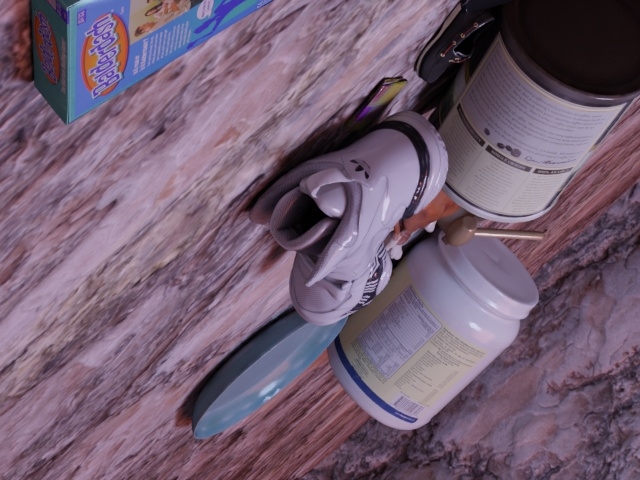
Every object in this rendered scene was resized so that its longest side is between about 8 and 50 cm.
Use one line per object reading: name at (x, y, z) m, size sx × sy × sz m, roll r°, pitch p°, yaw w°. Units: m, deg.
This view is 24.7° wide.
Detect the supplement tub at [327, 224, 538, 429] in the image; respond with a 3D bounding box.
supplement tub at (0.192, 0.143, 2.504) m, size 0.325 × 0.235 × 0.235 m, roll -47°, pitch 165°, yaw 24°

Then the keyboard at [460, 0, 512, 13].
keyboard at (0.302, -0.346, 1.603) m, size 0.317 × 0.033 × 0.201 m, roll -20°, pitch 161°, yaw -27°

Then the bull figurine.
bull figurine at (0.167, -0.080, 2.036) m, size 0.310 × 0.101 × 0.188 m, roll -25°, pitch 161°, yaw -49°

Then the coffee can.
coffee can at (0.264, -0.176, 1.788) m, size 0.201 × 0.201 × 0.275 m, roll -32°, pitch 164°, yaw -33°

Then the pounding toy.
pounding toy at (0.261, -0.044, 2.244) m, size 0.269 × 0.155 × 0.154 m, roll -35°, pitch 178°, yaw -38°

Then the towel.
towel at (0.065, -0.160, 1.710) m, size 0.083 × 0.009 × 0.060 m, roll -48°, pitch 165°, yaw 29°

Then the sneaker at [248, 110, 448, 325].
sneaker at (0.000, 0.000, 1.788) m, size 0.210 × 0.137 × 0.366 m, roll -24°, pitch 157°, yaw -40°

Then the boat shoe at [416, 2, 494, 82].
boat shoe at (0.153, -0.224, 1.684) m, size 0.049 × 0.042 × 0.133 m, roll -29°, pitch 163°, yaw -43°

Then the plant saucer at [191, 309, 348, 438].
plant saucer at (-0.089, 0.201, 2.342) m, size 0.317 × 0.044 × 0.317 m, roll -38°, pitch 165°, yaw -12°

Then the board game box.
board game box at (-0.114, -0.189, 1.072) m, size 0.210 × 0.047 × 0.160 m, roll -35°, pitch 166°, yaw -23°
